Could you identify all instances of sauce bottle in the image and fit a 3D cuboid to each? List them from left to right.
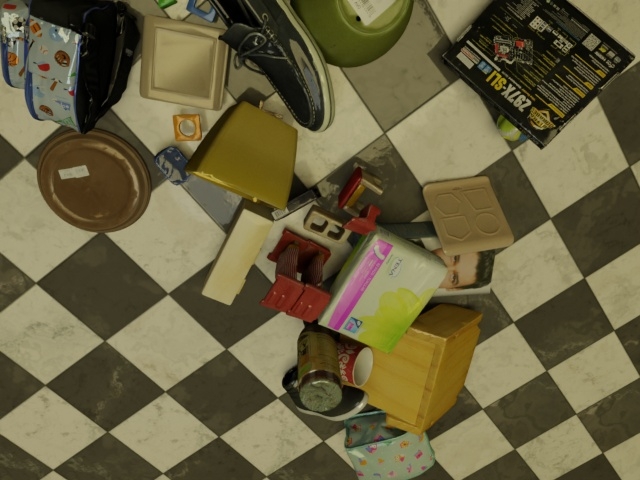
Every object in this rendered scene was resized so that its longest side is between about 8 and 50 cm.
[{"bbox_3d":[-0.008,0.300,1.282,0.112,0.344,0.111,-1,113,-3],"label":"sauce bottle"}]

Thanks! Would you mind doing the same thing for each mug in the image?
[{"bbox_3d":[0.054,0.366,1.405,0.169,0.113,0.150,9,109,34],"label":"mug"}]

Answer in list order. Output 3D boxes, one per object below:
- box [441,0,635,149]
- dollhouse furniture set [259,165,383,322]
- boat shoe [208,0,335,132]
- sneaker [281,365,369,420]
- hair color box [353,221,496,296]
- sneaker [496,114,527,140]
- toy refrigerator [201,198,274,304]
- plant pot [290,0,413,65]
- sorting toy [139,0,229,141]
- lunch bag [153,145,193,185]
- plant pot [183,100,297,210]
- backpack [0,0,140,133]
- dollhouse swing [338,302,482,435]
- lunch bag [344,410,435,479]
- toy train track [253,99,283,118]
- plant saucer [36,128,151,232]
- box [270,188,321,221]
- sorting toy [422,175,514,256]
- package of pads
[{"bbox_3d":[0.486,-0.412,1.096,0.322,0.079,0.257,44,106,7],"label":"box"},{"bbox_3d":[0.000,0.000,1.197,0.152,0.201,0.374,24,121,-16],"label":"dollhouse furniture set"},{"bbox_3d":[-0.133,-0.441,1.016,0.156,0.187,0.500,-40,115,-21],"label":"boat shoe"},{"bbox_3d":[-0.003,0.443,1.416,0.296,0.104,0.147,-14,120,43],"label":"sneaker"},{"bbox_3d":[0.282,0.053,1.330,0.375,0.113,0.185,-3,113,-5],"label":"hair color box"},{"bbox_3d":[0.525,-0.361,1.203,0.126,0.091,0.240,14,103,-44],"label":"sneaker"},{"bbox_3d":[-0.216,0.030,1.278,0.094,0.102,0.269,25,108,-15],"label":"toy refrigerator"},{"bbox_3d":[0.080,-0.488,0.976,0.275,0.293,0.274,-2,114,-5],"label":"plant pot"},{"bbox_3d":[-0.314,-0.406,1.108,0.196,0.047,0.347,10,108,-4],"label":"sorting toy"},{"bbox_3d":[-0.363,-0.184,1.191,0.067,0.065,0.098,-39,114,-9],"label":"lunch bag"},{"bbox_3d":[-0.170,-0.202,1.117,0.212,0.212,0.187,23,89,-25],"label":"plant pot"},{"bbox_3d":[-0.528,-0.369,0.998,0.213,0.276,0.263,11,119,-5],"label":"backpack"},{"bbox_3d":[0.264,0.352,1.488,0.315,0.305,0.346,-17,122,-44],"label":"dollhouse swing"},{"bbox_3d":[0.230,0.675,1.573,0.262,0.160,0.223,-18,113,8],"label":"lunch bag"},{"bbox_3d":[-0.133,-0.317,1.184,0.083,0.014,0.048,14,104,-17],"label":"toy train track"},{"bbox_3d":[-0.572,-0.141,1.203,0.278,0.041,0.277,-2,114,-4],"label":"plant saucer"},{"bbox_3d":[-0.058,-0.092,1.209,0.116,0.162,0.029,-29,92,7],"label":"box"},{"bbox_3d":[0.385,-0.065,1.265,0.193,0.208,0.038,-9,156,-7],"label":"sorting toy"},{"bbox_3d":[0.159,0.130,1.235,0.229,0.101,0.296,26,109,-14],"label":"package of pads"}]
